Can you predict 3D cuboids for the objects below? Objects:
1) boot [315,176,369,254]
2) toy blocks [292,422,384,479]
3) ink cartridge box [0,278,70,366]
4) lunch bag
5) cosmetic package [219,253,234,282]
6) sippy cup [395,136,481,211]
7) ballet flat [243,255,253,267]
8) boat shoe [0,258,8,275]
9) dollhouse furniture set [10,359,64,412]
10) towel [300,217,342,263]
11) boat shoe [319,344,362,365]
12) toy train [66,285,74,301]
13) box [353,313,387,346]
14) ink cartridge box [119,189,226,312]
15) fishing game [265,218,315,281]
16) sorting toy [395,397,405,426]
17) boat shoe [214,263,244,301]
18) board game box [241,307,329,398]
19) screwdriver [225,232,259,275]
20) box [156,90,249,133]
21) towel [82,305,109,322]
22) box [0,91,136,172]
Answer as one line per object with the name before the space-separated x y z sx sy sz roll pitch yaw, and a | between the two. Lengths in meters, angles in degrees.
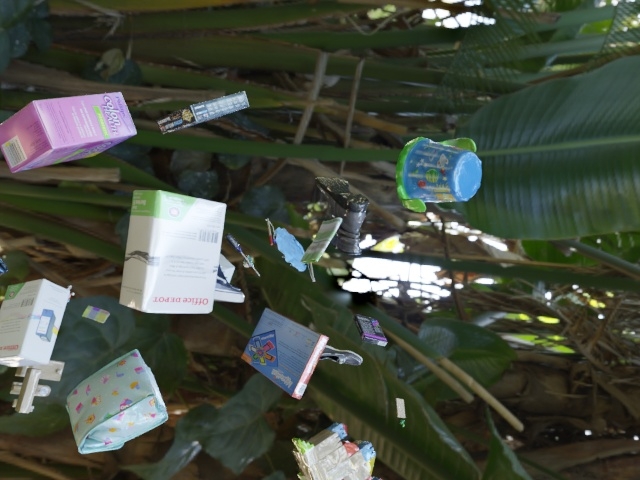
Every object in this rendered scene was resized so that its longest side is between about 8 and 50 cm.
boot | 0.058 -0.095 1.942 0.338 0.118 0.222 -127 -141 -57
toy blocks | 0.083 0.794 1.814 0.191 0.261 0.381 -28 -94 61
ink cartridge box | -0.789 0.225 1.415 0.093 0.154 0.212 47 40 -51
lunch bag | -0.632 0.502 1.606 0.223 0.262 0.160 45 -24 44
cosmetic package | -0.454 0.135 1.988 0.151 0.184 0.151 39 -59 27
sippy cup | 0.414 -0.228 1.794 0.224 0.240 0.305 17 -89 48
ballet flat | -0.304 0.094 2.194 0.114 0.041 0.041 -135 -129 -73
boat shoe | -0.898 -0.009 1.375 0.258 0.089 0.109 93 -20 -46
dollhouse furniture set | -0.790 0.413 1.497 0.151 0.123 0.144 -10 -115 47
towel | 0.000 0.000 1.556 0.152 0.023 0.113 -58 -163 -19
boat shoe | 0.078 0.512 2.272 0.065 0.206 0.075 -75 -177 -51
toy train | -1.058 0.228 2.126 0.125 0.046 0.166 -53 -176 -35
box | 0.215 0.389 2.292 0.029 0.116 0.162 -62 -156 23
ink cartridge box | -0.350 0.030 1.255 0.115 0.198 0.272 5 -93 41
fishing game | -0.115 0.034 1.914 0.041 0.264 0.189 -33 -137 18
sorting toy | 0.250 0.540 1.648 0.062 0.012 0.083 34 47 -53
boat shoe | -0.351 0.121 1.755 0.340 0.127 0.158 31 62 -70
board game box | -0.092 0.255 1.237 0.281 0.027 0.145 12 -108 59
screwdriver | -0.242 0.045 1.665 0.024 0.170 0.025 -29 -162 37
box | -0.351 -0.383 1.573 0.175 0.220 0.051 -5 -70 41
towel | -0.828 0.274 1.941 0.060 0.083 0.009 -84 -161 -57
box | -0.642 -0.275 1.332 0.243 0.214 0.117 -32 105 -53
